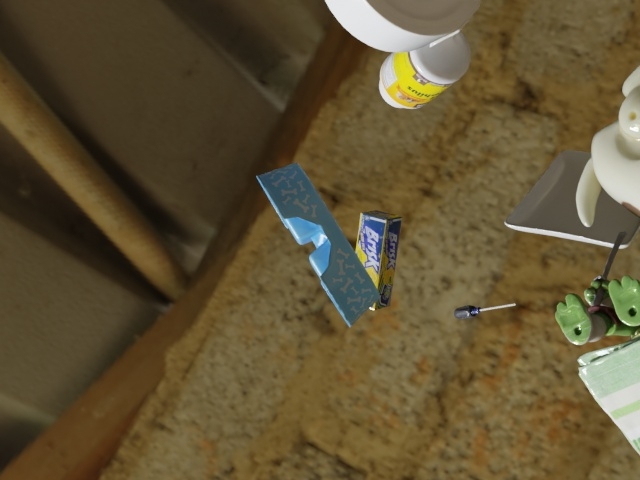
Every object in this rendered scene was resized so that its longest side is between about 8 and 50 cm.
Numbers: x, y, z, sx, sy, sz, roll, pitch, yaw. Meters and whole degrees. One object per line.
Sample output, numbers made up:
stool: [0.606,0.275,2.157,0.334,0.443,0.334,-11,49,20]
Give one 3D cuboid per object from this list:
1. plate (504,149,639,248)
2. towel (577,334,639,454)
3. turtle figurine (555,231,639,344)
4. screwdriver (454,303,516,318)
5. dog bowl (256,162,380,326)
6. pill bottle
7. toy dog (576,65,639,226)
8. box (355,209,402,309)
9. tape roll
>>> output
plate: [0.563,-0.080,2.528,0.278,0.277,0.045,-48,-47,-34]
towel: [0.490,0.232,1.478,0.325,0.248,0.038,51,-136,-8]
turtle figurine: [0.463,0.063,1.797,0.266,0.198,0.275,1,-78,-50]
screwdriver: [0.287,0.119,2.158,0.025,0.170,0.024,40,-116,-13]
dog bowl: [0.000,0.000,2.051,0.074,0.297,0.166,-32,-4,-2]
pill bottle: [0.184,-0.315,2.266,0.117,0.117,0.215,-52,7,-20]
toy dog: [0.613,-0.072,2.020,0.395,0.408,0.284,-30,-39,20]
box: [0.098,0.034,2.190,0.054,0.059,0.169,-12,-67,-54]
tape roll: [0.137,-0.461,2.052,0.286,0.100,0.286,6,-102,-28]
